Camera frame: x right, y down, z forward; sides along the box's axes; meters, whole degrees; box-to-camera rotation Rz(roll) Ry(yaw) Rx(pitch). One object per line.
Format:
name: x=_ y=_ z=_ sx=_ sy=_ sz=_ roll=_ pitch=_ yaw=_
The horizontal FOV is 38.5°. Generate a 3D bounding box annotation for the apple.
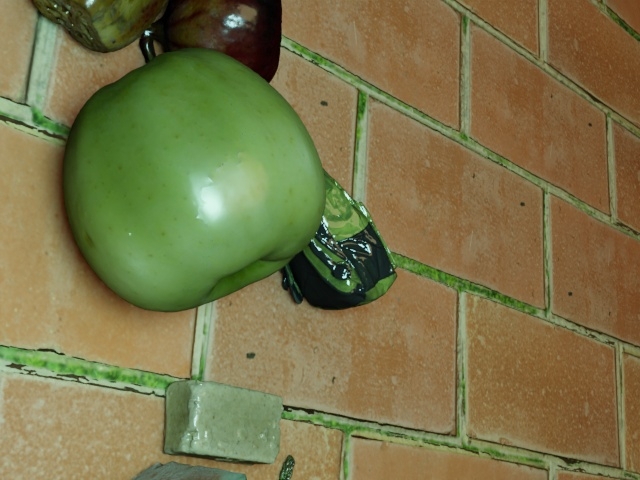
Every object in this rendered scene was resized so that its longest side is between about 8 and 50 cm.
apple: x=-0.179 y=-0.078 z=1.258 sx=0.357 sy=0.357 sz=0.357 roll=14 pitch=69 yaw=-43

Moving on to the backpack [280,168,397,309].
backpack: x=0.000 y=0.000 z=1.519 sx=0.140 sy=0.207 sz=0.253 roll=-35 pitch=98 yaw=-32

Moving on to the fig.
fig: x=-0.154 y=-0.337 z=1.435 sx=0.215 sy=0.235 sz=0.235 roll=26 pitch=56 yaw=-3

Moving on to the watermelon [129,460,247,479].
watermelon: x=-0.208 y=0.421 z=1.210 sx=0.193 sy=0.232 sz=0.310 roll=-30 pitch=146 yaw=-48

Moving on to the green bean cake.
green bean cake: x=-0.144 y=0.275 z=1.372 sx=0.179 sy=0.085 sz=0.109 roll=22 pitch=65 yaw=-42

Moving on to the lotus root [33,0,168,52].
lotus root: x=-0.306 y=-0.412 z=1.341 sx=0.193 sy=0.193 sz=0.291 roll=45 pitch=54 yaw=-29

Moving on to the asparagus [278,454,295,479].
asparagus: x=-0.089 y=0.445 z=1.429 sx=0.024 sy=0.025 sz=0.248 roll=22 pitch=54 yaw=8
